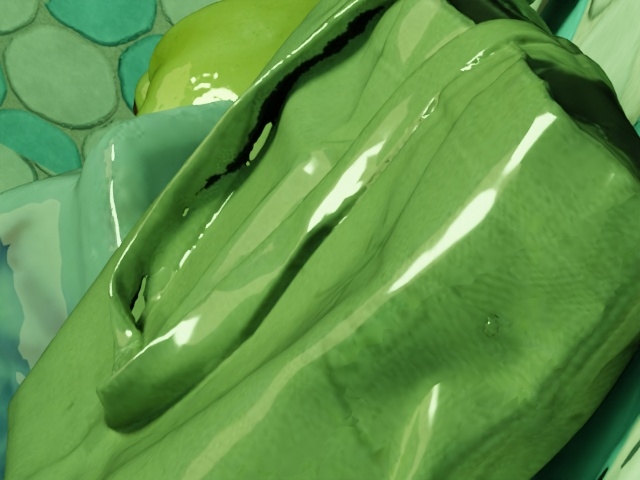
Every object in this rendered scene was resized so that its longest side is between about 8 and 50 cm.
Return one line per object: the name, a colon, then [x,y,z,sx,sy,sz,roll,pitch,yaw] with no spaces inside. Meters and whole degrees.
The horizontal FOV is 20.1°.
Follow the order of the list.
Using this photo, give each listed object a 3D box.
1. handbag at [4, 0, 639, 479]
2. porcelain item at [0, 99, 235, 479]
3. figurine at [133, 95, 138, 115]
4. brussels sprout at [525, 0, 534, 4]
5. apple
handbag: [-0.007,0.033,0.557,0.253,0.109,0.316,-52,17,12]
porcelain item: [-0.127,0.099,0.918,0.405,0.178,0.243,-39,53,47]
figurine: [-0.014,-0.110,1.575,0.338,0.283,0.205,-31,-68,-60]
brussels sprout: [0.098,-0.202,0.952,0.183,0.131,0.145,-80,-27,-69]
apple: [-0.012,-0.051,1.013,0.200,0.200,0.200,-61,3,5]
